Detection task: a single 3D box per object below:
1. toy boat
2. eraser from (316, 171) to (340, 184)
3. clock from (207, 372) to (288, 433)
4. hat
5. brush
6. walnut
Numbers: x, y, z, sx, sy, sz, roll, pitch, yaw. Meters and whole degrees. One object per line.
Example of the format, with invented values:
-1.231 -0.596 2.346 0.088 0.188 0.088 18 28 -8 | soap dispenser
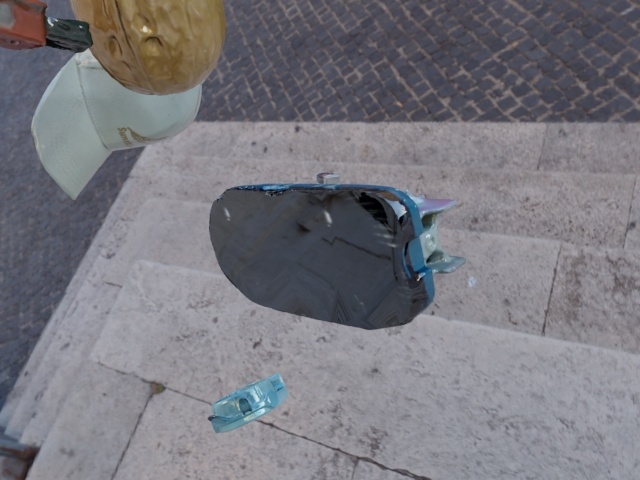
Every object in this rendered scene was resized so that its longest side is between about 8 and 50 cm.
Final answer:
0.000 0.000 0.585 0.092 0.134 0.299 -25 20 -38 | toy boat
0.012 -0.107 0.972 0.027 0.019 0.099 -11 12 -8 | eraser
-0.109 0.236 0.811 0.108 0.147 0.045 -26 83 4 | clock
-0.328 -0.197 0.945 0.168 0.258 0.301 24 72 11 | hat
-0.327 -0.196 0.446 0.070 0.323 0.051 14 97 30 | brush
-0.191 -0.259 0.641 0.165 0.197 0.165 0 38 0 | walnut
